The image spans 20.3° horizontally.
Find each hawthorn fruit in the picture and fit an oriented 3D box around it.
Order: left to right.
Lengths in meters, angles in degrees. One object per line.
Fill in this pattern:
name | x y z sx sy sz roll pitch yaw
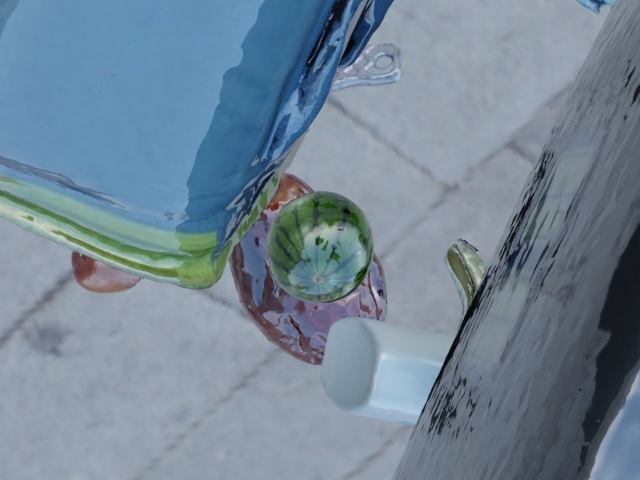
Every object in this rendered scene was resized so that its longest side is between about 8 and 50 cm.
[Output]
hawthorn fruit | -0.245 0.030 2.131 0.093 0.081 0.081 29 114 -34

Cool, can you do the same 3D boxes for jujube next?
jujube | -0.021 0.042 2.472 0.197 0.197 0.290 -31 114 2

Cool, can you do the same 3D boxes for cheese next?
cheese | -0.044 -0.189 2.094 0.286 0.163 0.082 -9 144 9

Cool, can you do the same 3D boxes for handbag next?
handbag | -0.064 -0.151 0.711 0.222 0.263 0.241 25 115 0

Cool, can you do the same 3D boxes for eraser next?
eraser | 0.161 0.154 1.867 0.290 0.189 0.104 12 95 -16

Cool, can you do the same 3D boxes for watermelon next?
watermelon | 0.002 0.003 1.580 0.109 0.109 0.109 -15 136 -15

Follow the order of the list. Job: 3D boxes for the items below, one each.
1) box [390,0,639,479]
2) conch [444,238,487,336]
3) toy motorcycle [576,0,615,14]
box | 0.141 0.003 0.792 0.091 0.359 0.350 26 85 -6
conch | 0.179 0.129 1.687 0.137 0.234 0.114 -50 170 -42
toy motorcycle | 0.299 -0.295 1.690 0.260 0.206 0.154 38 139 -14
